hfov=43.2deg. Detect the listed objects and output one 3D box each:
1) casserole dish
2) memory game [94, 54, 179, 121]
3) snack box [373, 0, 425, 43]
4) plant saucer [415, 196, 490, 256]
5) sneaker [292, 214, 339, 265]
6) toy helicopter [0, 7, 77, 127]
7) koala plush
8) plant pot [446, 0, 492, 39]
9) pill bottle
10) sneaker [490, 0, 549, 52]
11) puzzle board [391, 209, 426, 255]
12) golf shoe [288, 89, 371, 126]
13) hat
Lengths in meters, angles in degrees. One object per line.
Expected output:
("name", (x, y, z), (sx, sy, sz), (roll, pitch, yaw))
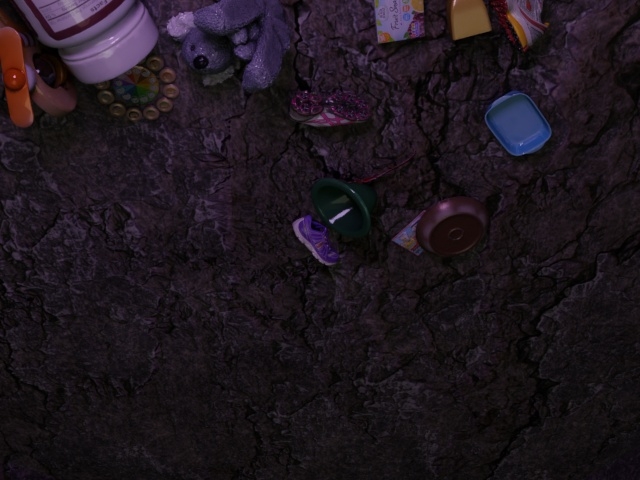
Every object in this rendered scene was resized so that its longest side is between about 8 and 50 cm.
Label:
("casserole dish", (0.454, -0.275, 1.868), (0.114, 0.037, 0.188), (-31, 129, 22))
("memory game", (-0.400, -0.335, 1.757), (0.186, 0.012, 0.186), (-2, 133, -2))
("snack box", (0.159, -0.479, 1.651), (0.100, 0.037, 0.141), (-7, 133, 4))
("plant saucer", (0.345, -0.025, 2.081), (0.198, 0.036, 0.199), (-6, 130, -7))
("sneaker", (0.000, 0.000, 2.070), (0.071, 0.068, 0.170), (-33, 127, 16))
("toy helicopter", (-0.598, -0.376, 1.550), (0.140, 0.235, 0.355), (-23, 131, 17))
("koala plush", (-0.192, -0.400, 1.629), (0.221, 0.203, 0.196), (-15, 127, 38))
("plant pot", (0.297, -0.469, 1.646), (0.081, 0.081, 0.083), (-13, 122, 8))
("pill bottle", (-0.468, -0.494, 1.458), (0.224, 0.224, 0.392), (-18, 132, 12))
("sneaker", (0.396, -0.496, 1.638), (0.092, 0.088, 0.225), (-36, 129, 0))
("puzzle board", (0.263, -0.017, 2.111), (0.096, 0.011, 0.128), (28, 125, -27))
("golf shoe", (0.020, -0.289, 1.809), (0.186, 0.068, 0.086), (5, 159, -10))
("hat", (0.111, -0.123, 1.991), (0.208, 0.183, 0.173), (18, 138, 37))
